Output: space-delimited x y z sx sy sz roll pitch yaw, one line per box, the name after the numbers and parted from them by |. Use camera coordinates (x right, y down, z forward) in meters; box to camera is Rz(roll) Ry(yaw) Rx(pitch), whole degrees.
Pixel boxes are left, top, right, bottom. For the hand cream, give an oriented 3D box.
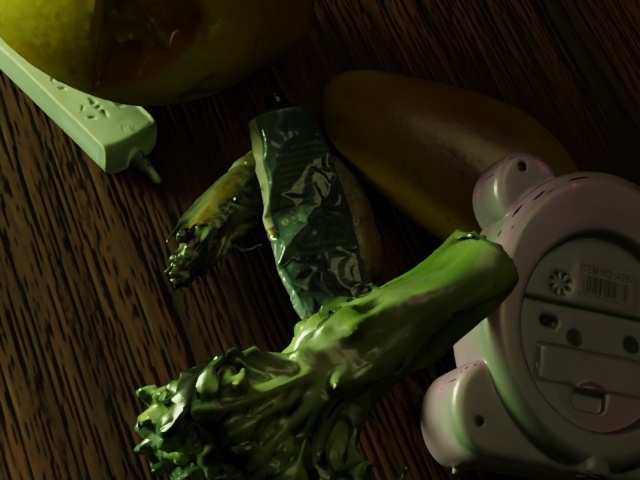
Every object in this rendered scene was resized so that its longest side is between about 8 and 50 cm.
0.000 0.000 1.297 0.075 0.052 0.247 -6 69 -36 | hand cream

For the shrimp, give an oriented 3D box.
-0.029 0.001 1.340 0.150 0.051 0.217 45 47 5 | shrimp

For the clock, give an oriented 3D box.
0.199 0.067 1.304 0.228 0.090 0.247 12 73 -18 | clock

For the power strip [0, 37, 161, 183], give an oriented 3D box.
-0.215 -0.134 1.374 0.253 0.027 0.060 43 46 13 | power strip

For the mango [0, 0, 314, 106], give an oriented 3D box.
-0.128 -0.219 1.359 0.253 0.182 0.365 46 26 23 | mango

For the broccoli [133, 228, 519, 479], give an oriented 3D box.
0.021 0.092 1.170 0.304 0.145 0.165 -38 89 -25 | broccoli

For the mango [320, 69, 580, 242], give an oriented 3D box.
0.114 -0.067 1.423 0.253 0.113 0.138 31 52 6 | mango
